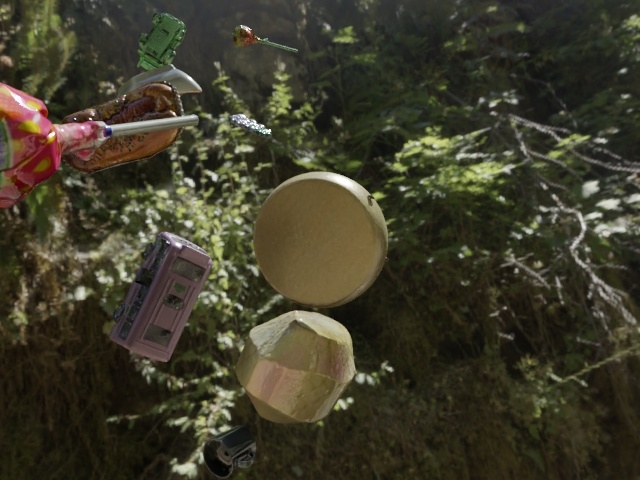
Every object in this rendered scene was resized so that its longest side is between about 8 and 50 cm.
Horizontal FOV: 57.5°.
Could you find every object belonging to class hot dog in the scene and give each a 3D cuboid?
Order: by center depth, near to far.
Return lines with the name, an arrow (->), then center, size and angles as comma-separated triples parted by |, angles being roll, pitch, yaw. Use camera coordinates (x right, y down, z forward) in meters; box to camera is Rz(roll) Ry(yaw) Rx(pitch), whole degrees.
hot dog -> -0.284, -0.160, 0.834 | 0.191, 0.108, 0.059 | -21, -14, 3

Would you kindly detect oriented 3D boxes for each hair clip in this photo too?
hair clip -> -0.244, -0.380, 1.972 | 0.195, 0.052, 0.124 | 30, 26, 30

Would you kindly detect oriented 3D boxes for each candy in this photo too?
candy -> -0.263, -0.125, 0.668 | 0.124, 0.124, 0.365 | -21, 5, 32
candy -> -0.164, -0.590, 1.736 | 0.201, 0.060, 0.060 | 11, -21, -14

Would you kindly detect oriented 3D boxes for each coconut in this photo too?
coconut -> -0.057, 0.274, 1.246 | 0.259, 0.259, 0.259 | -11, -15, -3

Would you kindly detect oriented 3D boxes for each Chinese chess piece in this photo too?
Chinese chess piece -> 0.000, 0.000, 1.145 | 0.273, 0.273, 0.102 | -17, 1, 18

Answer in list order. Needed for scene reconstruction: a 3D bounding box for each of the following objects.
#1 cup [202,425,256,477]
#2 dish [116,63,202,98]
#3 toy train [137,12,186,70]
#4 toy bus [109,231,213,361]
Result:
cup -> -0.164, 0.407, 1.122 | 0.100, 0.078, 0.077 | 11, 14, 33
dish -> -0.361, -0.314, 1.241 | 0.151, 0.077, 0.212 | -28, 17, -26
toy train -> -0.418, -0.514, 1.526 | 0.099, 0.149, 0.081 | 29, -12, -14
toy bus -> -0.256, 0.090, 0.949 | 0.096, 0.199, 0.108 | 30, -12, -32
